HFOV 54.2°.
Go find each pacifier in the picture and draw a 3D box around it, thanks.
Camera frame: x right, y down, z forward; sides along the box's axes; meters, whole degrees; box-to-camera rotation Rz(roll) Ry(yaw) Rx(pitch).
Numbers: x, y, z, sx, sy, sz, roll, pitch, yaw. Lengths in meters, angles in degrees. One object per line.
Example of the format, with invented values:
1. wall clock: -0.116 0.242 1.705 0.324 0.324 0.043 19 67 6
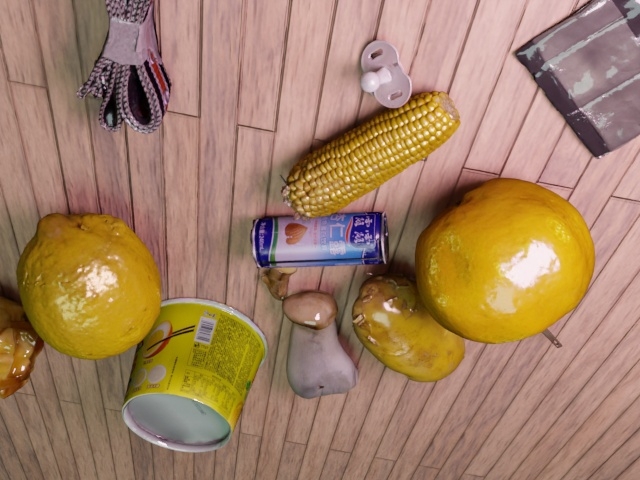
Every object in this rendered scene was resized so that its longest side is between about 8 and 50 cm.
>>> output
1. pacifier: 0.081 -0.229 0.889 0.082 0.078 0.099 -19 103 48

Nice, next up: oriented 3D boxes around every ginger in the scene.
1. ginger: -0.080 0.069 1.228 0.058 0.044 0.137 -6 142 -26

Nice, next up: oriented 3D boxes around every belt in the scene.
1. belt: -0.262 -0.308 0.864 0.126 0.094 0.359 12 136 -9

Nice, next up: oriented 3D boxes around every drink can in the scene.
1. drink can: 0.000 0.000 1.114 0.236 0.097 0.097 -2 133 13

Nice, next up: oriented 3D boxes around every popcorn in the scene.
1. popcorn: -0.772 0.244 1.383 0.333 0.225 0.265 -14 161 0

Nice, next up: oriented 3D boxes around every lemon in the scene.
1. lemon: -0.426 0.082 1.160 0.246 0.245 0.319 -5 127 13

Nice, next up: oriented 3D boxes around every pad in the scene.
1. pad: 0.411 -0.232 0.879 0.174 0.022 0.233 -32 121 33

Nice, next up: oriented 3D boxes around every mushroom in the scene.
1. mushroom: -0.002 0.221 1.328 0.159 0.122 0.328 -24 137 -19

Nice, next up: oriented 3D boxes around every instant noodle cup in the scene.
1. instant noodle cup: -0.284 0.304 1.360 0.312 0.221 0.311 5 133 5

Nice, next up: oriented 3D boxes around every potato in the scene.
1. potato: 0.165 0.172 1.220 0.173 0.140 0.300 -29 129 23

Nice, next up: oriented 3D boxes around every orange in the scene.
1. orange: 0.279 0.028 0.982 0.279 0.279 0.235 -27 96 30

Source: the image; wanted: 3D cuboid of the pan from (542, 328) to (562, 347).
1. pan: 0.385 0.136 1.213 0.129 0.048 0.201 -12 129 21

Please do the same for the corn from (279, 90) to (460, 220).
1. corn: 0.072 -0.132 0.976 0.305 0.106 0.106 -30 123 26
